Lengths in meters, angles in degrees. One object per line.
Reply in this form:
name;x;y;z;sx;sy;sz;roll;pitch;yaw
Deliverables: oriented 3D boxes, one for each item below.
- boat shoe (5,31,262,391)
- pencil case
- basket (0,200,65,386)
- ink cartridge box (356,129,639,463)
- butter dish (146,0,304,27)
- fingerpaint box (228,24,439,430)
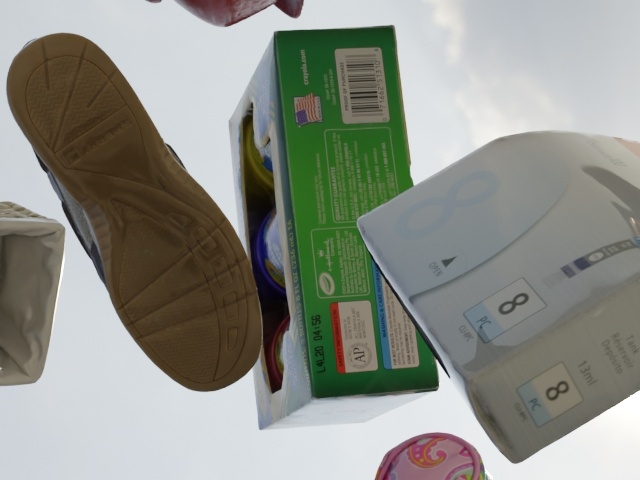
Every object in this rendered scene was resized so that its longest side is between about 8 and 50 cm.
boat shoe;-0.130;-0.024;1.091;0.285;0.103;0.092;59;178;-20
pencil case;0.150;0.309;1.503;0.124;0.124;0.284;-77;-33;-41
basket;-0.329;0.048;1.485;0.113;0.103;0.167;0;-73;-39
ink cartridge box;0.239;-0.029;1.152;0.091;0.385;0.308;57;180;-24
butter dish;-0.095;-0.223;1.145;0.160;0.160;0.118;43;-108;11
fingerpaint box;0.000;0.000;1.939;0.163;0.371;0.445;-4;-101;-13
